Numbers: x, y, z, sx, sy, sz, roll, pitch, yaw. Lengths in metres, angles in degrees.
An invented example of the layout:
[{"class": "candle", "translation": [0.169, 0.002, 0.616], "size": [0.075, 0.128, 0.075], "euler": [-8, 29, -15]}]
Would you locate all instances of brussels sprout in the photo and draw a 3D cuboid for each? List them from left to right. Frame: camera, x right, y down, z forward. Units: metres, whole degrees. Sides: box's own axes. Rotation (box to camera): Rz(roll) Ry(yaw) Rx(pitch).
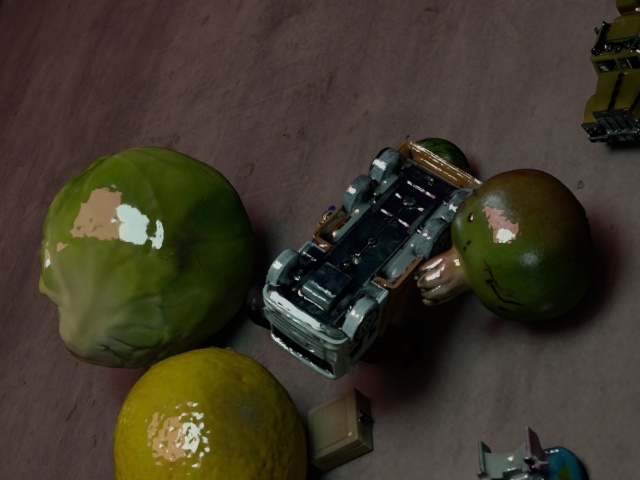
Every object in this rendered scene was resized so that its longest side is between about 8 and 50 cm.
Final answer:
[{"class": "brussels sprout", "translation": [-0.256, 0.029, 1.743], "size": [0.344, 0.344, 0.268], "euler": [-49, -2, 4]}]

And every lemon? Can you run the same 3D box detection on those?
[{"class": "lemon", "translation": [-0.137, 0.266, 1.443], "size": [0.267, 0.267, 0.267], "euler": [-29, 41, 29]}]

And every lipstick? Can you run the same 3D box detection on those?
[{"class": "lipstick", "translation": [0.015, 0.110, 1.551], "size": [0.299, 0.081, 0.081], "euler": [14, 70, 46]}]

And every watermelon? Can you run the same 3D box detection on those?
[{"class": "watermelon", "translation": [0.148, -0.090, 1.554], "size": [0.109, 0.109, 0.109], "euler": [-29, 41, 29]}]

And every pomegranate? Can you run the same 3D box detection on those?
[{"class": "pomegranate", "translation": [0.207, 0.015, 1.328], "size": [0.209, 0.180, 0.180], "euler": [-25, 40, 6]}]

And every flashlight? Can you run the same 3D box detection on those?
[{"class": "flashlight", "translation": [0.000, 0.000, 1.699], "size": [0.057, 0.035, 0.121], "euler": [11, 68, 50]}]

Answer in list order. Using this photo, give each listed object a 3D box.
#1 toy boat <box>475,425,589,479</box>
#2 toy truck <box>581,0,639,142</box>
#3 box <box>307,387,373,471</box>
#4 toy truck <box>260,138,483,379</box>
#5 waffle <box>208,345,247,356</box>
[{"class": "toy boat", "translation": [0.201, 0.336, 1.143], "size": [0.134, 0.092, 0.299], "euler": [-24, 43, 28]}, {"class": "toy truck", "translation": [0.392, -0.240, 1.402], "size": [0.127, 0.127, 0.257], "euler": [0, 63, 46]}, {"class": "box", "translation": [0.026, 0.237, 1.465], "size": [0.083, 0.035, 0.079], "euler": [-29, 41, 27]}, {"class": "toy truck", "translation": [0.062, 0.031, 1.419], "size": [0.136, 0.162, 0.305], "euler": [32, 58, 20]}, {"class": "waffle", "translation": [-0.166, 0.252, 1.646], "size": [0.208, 0.054, 0.214], "euler": [18, 74, 53]}]
